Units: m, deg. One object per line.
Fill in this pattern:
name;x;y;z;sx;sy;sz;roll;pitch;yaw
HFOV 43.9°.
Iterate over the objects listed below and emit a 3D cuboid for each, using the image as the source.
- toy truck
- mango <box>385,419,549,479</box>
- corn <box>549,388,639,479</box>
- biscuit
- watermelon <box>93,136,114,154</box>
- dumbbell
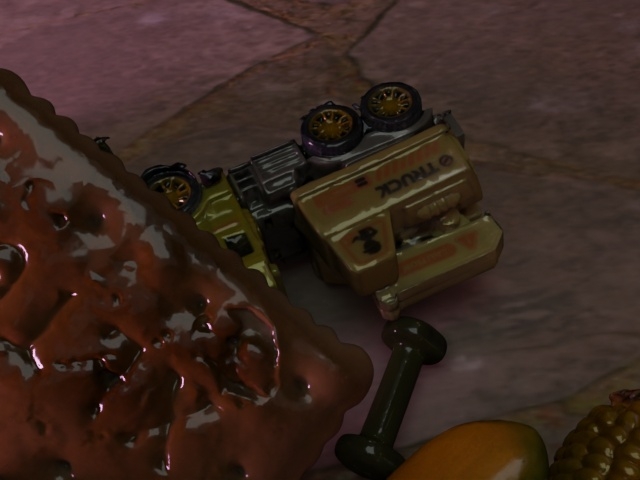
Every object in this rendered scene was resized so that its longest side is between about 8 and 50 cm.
toy truck;0.000;0.000;0.601;0.272;0.124;0.157;-23;53;-9
mango;0.065;0.192;0.480;0.085;0.122;0.191;41;73;-3
corn;0.148;0.228;0.459;0.106;0.106;0.305;25;66;20
biscuit;-0.149;0.064;0.502;0.325;0.044;0.217;40;89;1
watermelon;-0.254;0.047;0.594;0.123;0.129;0.301;34;69;27
dumbbell;0.052;0.112;0.569;0.046;0.052;0.118;-11;46;48
